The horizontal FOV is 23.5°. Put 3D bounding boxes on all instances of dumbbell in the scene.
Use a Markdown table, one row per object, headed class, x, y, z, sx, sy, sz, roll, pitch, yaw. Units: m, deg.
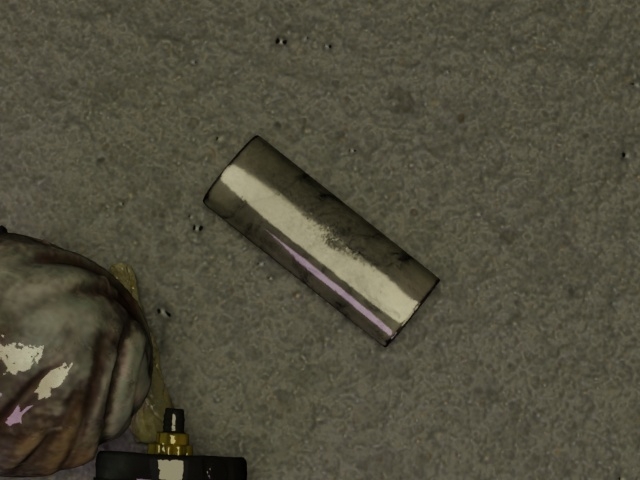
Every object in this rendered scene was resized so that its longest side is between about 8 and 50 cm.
| class | x | y | z | sx | sy | sz | roll | pitch | yaw |
| --- | --- | --- | --- | --- | --- | --- | --- | --- | --- |
| dumbbell | -0.181 | 0.391 | 1.799 | 0.185 | 0.185 | 0.388 | 2 | 81 | -1 |

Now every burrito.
| class | x | y | z | sx | sy | sz | roll | pitch | yaw |
| --- | --- | --- | --- | --- | --- | --- | --- | --- | --- |
| burrito | -0.230 | 0.141 | 1.909 | 0.058 | 0.063 | 0.229 | -15 | 88 | -44 |

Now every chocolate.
| class | x | y | z | sx | sy | sz | roll | pitch | yaw |
| --- | --- | --- | --- | --- | --- | --- | --- | --- | --- |
| chocolate | -0.303 | 0.134 | 1.767 | 0.213 | 0.303 | 0.303 | 4 | 80 | 11 |

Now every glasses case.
| class | x | y | z | sx | sy | sz | roll | pitch | yaw |
| --- | --- | --- | --- | --- | --- | --- | --- | --- | --- |
| glasses case | 0.000 | 0.000 | 1.931 | 0.299 | 0.060 | 0.114 | 39 | 79 | 5 |
